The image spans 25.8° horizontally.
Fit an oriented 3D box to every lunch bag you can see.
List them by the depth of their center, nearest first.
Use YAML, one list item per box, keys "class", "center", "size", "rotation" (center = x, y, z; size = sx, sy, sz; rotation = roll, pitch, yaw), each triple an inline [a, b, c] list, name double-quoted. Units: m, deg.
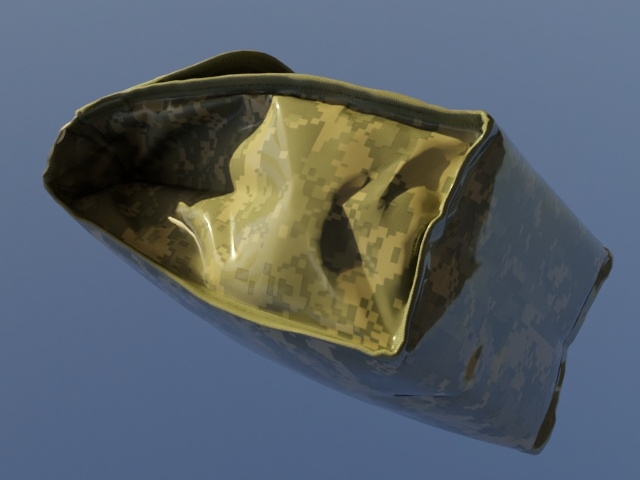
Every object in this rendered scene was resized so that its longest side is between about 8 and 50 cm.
- class: "lunch bag"
  center: [0.000, 0.000, 0.855]
  size: [0.287, 0.169, 0.235]
  rotation: [15, 168, 33]
